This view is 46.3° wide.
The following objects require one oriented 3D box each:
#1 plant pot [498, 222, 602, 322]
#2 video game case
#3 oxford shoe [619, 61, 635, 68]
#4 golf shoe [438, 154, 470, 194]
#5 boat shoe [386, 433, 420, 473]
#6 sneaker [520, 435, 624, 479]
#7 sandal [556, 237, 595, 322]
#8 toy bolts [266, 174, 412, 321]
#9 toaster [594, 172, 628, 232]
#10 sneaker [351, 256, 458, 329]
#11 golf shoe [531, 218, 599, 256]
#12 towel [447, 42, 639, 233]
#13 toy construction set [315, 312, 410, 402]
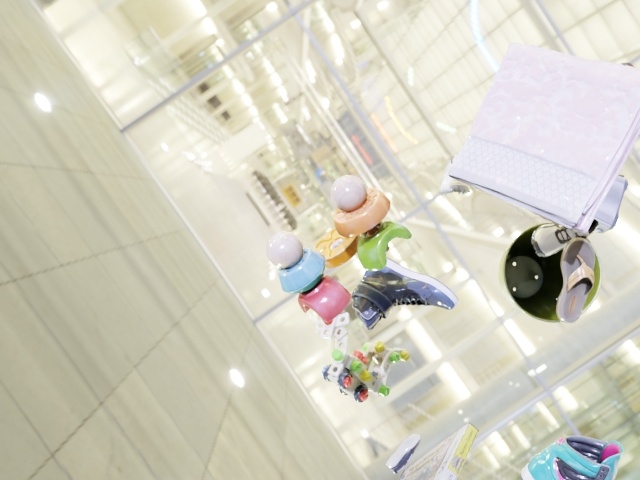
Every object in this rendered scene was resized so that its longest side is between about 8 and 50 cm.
[{"bbox_3d":[0.632,0.102,2.186,0.275,0.274,0.293,56,-4,4],"label":"plant pot"},{"bbox_3d":[0.241,0.572,1.759,0.035,0.275,0.248,43,37,3],"label":"video game case"},{"bbox_3d":[0.941,-0.473,2.240,0.227,0.096,0.083,38,23,-55],"label":"oxford shoe"},{"bbox_3d":[0.299,-0.148,1.673,0.176,0.069,0.086,-62,151,-76],"label":"golf shoe"},{"bbox_3d":[0.235,0.586,2.053,0.046,0.125,0.038,-2,-55,57],"label":"boat shoe"},{"bbox_3d":[0.583,0.504,1.530,0.295,0.178,0.124,34,22,12],"label":"sneaker"},{"bbox_3d":[0.527,0.085,1.525,0.049,0.072,0.180,-141,-123,-75],"label":"sandal"},{"bbox_3d":[0.000,0.000,1.267,0.218,0.228,0.158,6,-42,56],"label":"toy bolts"},{"bbox_3d":[0.910,-0.144,2.464,0.146,0.227,0.129,21,-10,0],"label":"toaster"},{"bbox_3d":[0.176,0.143,1.656,0.226,0.163,0.086,23,-25,26],"label":"sneaker"},{"bbox_3d":[0.600,-0.019,1.832,0.094,0.198,0.077,-28,-94,56],"label":"golf shoe"},{"bbox_3d":[0.438,-0.213,1.449,0.331,0.317,0.053,30,5,43],"label":"towel"},{"bbox_3d":[0.107,0.328,2.096,0.327,0.215,0.151,42,-19,-32],"label":"toy construction set"}]
